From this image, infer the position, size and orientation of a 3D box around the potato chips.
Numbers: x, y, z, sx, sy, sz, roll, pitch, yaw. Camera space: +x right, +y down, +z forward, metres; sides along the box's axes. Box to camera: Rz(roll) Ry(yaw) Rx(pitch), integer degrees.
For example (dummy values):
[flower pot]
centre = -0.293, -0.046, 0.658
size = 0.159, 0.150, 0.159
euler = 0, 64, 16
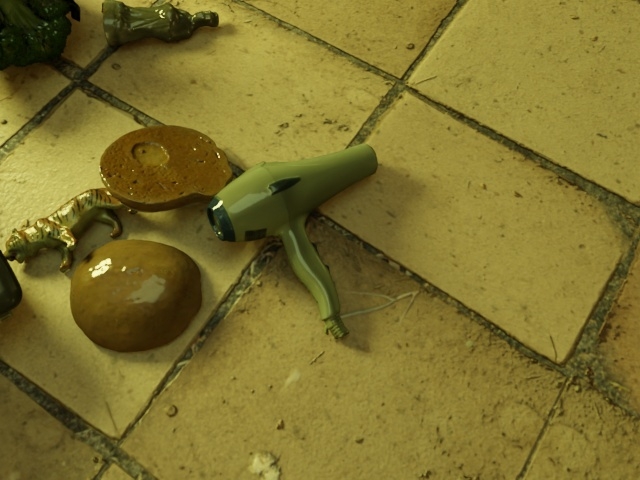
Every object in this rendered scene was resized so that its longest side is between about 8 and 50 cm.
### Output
[potato chips]
centre = -0.293, 0.074, 0.931
size = 0.208, 0.062, 0.195
euler = 34, 71, 11

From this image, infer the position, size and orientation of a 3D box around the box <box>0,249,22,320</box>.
[box]
centre = -0.548, 0.083, 0.853
size = 0.210, 0.129, 0.148
euler = -31, 93, -27

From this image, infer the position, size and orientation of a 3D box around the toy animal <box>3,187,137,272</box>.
[toy animal]
centre = -0.395, -0.029, 0.976
size = 0.241, 0.056, 0.099
euler = -38, 72, -16

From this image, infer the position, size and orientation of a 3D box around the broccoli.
[broccoli]
centre = -0.601, -0.443, 1.040
size = 0.321, 0.283, 0.303
euler = 35, 58, -6

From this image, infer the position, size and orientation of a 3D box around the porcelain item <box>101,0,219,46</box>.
[porcelain item]
centre = -0.304, -0.418, 1.154
size = 0.216, 0.069, 0.081
euler = -4, 61, -8

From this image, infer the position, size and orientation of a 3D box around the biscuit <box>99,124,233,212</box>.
[biscuit]
centre = -0.259, -0.116, 1.002
size = 0.208, 0.049, 0.181
euler = -16, 57, -24

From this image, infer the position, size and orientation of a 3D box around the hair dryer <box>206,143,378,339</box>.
[hair dryer]
centre = 0.009, -0.038, 0.983
size = 0.298, 0.119, 0.296
euler = 43, 67, 0
